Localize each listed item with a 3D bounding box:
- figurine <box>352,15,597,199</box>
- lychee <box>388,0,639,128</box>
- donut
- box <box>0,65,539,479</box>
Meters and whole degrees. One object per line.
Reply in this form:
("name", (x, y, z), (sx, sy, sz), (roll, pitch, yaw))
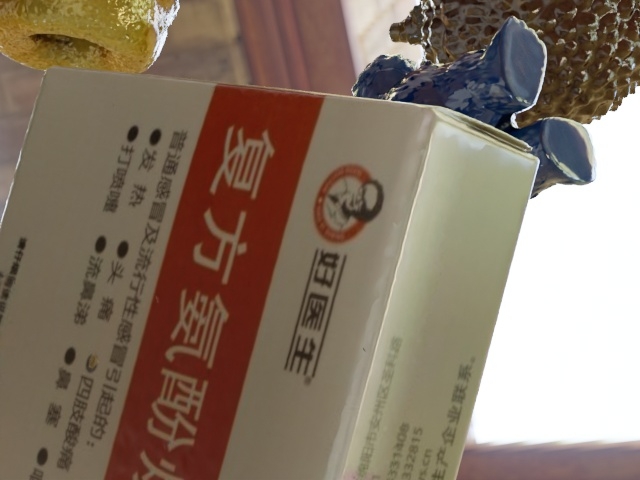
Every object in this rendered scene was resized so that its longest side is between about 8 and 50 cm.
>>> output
("figurine", (0.065, -0.051, 1.091), (0.121, 0.164, 0.262), (-26, 169, -43))
("lychee", (0.223, -0.235, 1.693), (0.304, 0.276, 0.276), (-2, -156, 15))
("donut", (-0.183, -0.164, 1.143), (0.152, 0.058, 0.152), (9, 165, 2))
("box", (-0.064, 0.118, 0.547), (0.069, 0.353, 0.214), (17, 177, -44))
